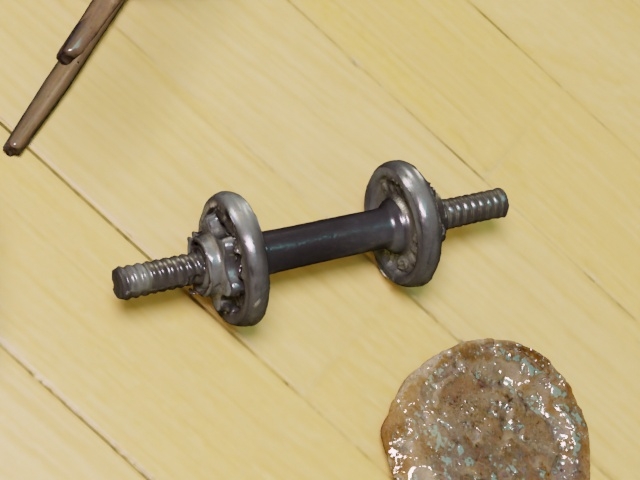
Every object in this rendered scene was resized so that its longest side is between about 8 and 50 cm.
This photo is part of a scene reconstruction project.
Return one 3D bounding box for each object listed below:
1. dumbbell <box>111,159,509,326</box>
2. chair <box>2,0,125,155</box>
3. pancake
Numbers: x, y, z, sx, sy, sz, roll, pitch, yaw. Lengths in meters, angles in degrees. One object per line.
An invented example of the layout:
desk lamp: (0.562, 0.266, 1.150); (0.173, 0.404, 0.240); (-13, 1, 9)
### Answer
dumbbell: (0.000, 0.000, 0.870); (0.254, 0.081, 0.082); (-13, 76, -23)
chair: (-0.149, -0.215, 0.836); (0.166, 0.188, 0.272); (34, 66, -10)
pancake: (0.104, 0.126, 0.895); (0.139, 0.022, 0.140); (7, 68, -18)
